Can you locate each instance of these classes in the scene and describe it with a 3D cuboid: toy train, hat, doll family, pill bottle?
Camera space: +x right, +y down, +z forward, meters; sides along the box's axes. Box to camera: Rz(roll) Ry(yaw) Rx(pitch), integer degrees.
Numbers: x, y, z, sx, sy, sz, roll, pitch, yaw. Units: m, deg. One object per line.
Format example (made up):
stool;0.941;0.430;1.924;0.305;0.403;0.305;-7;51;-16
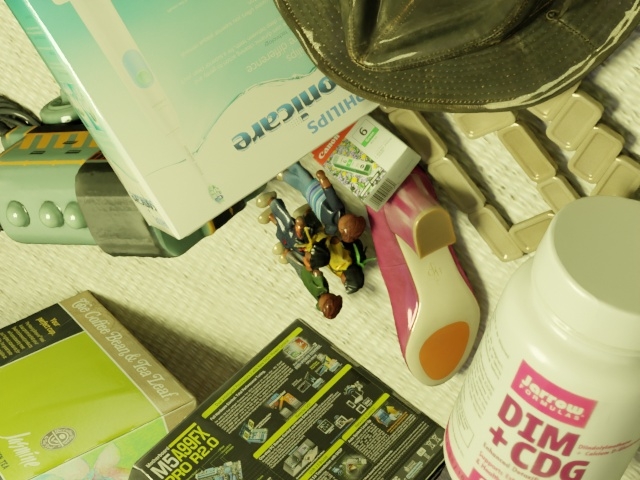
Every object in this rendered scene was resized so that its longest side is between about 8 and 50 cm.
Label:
toy train;-0.201;-0.067;1.565;0.334;0.190;0.142;3;121;40
hat;0.089;-0.201;1.178;0.331;0.134;0.331;9;127;13
doll family;0.000;0.000;1.502;0.111;0.076;0.193;50;173;34
pill bottle;0.213;0.107;1.353;0.160;0.160;0.283;34;137;17

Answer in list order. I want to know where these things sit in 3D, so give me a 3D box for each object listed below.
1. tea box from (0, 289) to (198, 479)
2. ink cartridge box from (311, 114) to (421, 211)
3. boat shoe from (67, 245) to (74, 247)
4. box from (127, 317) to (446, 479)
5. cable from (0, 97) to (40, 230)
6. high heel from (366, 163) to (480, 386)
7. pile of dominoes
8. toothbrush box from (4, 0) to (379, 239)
tea box;-0.307;0.257;1.730;0.329;0.324;0.220;36;146;56
ink cartridge box;0.029;-0.082;1.422;0.115;0.063;0.029;43;-174;38
boat shoe;-0.260;-0.011;1.785;0.100;0.035;0.035;-16;136;43
box;-0.024;0.223;1.570;0.216;0.270;0.060;36;136;14
cable;-0.366;-0.081;1.810;0.184;0.047;0.150;-19;106;48
high heel;0.083;0.027;1.494;0.117;0.082;0.244;54;166;44
pile of dominoes;0.156;-0.109;1.354;0.196;0.040;0.251;-23;111;48
toothbrush box;-0.120;-0.183;1.341;0.295;0.216;0.126;57;169;-15
